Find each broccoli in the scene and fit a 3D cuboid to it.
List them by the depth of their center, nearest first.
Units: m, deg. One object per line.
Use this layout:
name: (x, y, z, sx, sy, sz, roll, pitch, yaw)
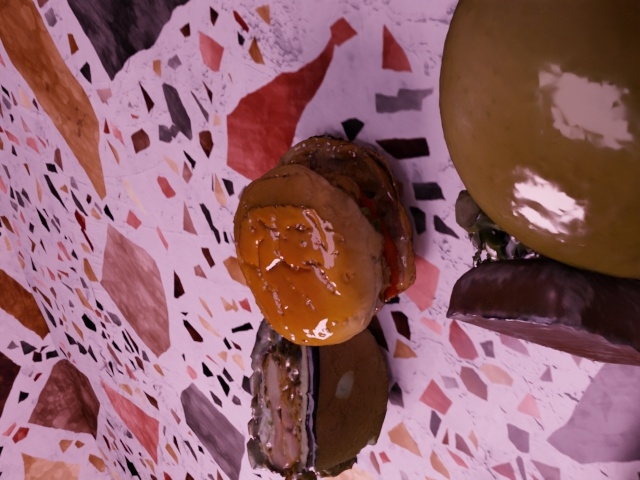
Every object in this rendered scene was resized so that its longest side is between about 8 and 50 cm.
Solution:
broccoli: (0.187, -0.023, 0.830, 0.131, 0.120, 0.130, 4, 88, 56)

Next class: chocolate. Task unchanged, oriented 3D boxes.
chocolate: (0.238, 0.058, 0.762, 0.157, 0.254, 0.080, 1, 76, 57)

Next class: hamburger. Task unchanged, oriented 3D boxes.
hamburger: (0.000, 0.000, 1.054, 0.244, 0.163, 0.244, 35, 140, 35)
hamburger: (0.000, 0.223, 1.234, 0.168, 0.192, 0.288, 8, 97, 43)

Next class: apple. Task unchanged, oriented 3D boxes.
apple: (0.220, -0.103, 0.614, 0.258, 0.233, 0.295, 44, 146, 28)
